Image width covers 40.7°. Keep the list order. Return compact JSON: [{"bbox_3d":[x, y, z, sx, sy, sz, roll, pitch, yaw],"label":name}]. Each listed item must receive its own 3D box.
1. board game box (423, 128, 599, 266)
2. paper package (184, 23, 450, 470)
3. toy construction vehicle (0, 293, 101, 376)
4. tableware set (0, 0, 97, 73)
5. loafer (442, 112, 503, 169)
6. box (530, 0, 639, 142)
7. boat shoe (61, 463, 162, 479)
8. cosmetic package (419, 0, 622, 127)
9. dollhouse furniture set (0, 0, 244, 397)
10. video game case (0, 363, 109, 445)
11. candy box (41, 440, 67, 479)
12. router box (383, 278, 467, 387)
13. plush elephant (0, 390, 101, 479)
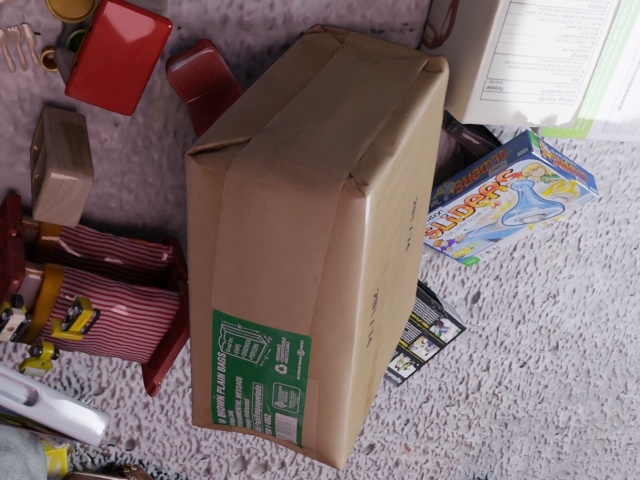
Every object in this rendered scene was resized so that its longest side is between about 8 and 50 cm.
[{"bbox_3d":[0.212,-0.045,1.046,0.136,0.035,0.201,25,137,-35],"label":"board game box"},{"bbox_3d":[0.000,0.000,0.860,0.168,0.309,0.325,15,126,14],"label":"paper package"},{"bbox_3d":[-0.265,0.082,0.795,0.086,0.035,0.098,16,124,-43],"label":"toy construction vehicle"},{"bbox_3d":[-0.257,-0.224,0.786,0.104,0.024,0.154,-16,128,-12],"label":"tableware set"},{"bbox_3d":[0.200,-0.096,1.044,0.170,0.062,0.061,30,113,-34],"label":"loafer"},{"bbox_3d":[0.418,-0.230,1.041,0.322,0.058,0.232,0,123,-24],"label":"box"},{"bbox_3d":[-0.258,0.338,1.162,0.073,0.073,0.207,-14,145,37],"label":"boat shoe"},{"bbox_3d":[0.217,-0.276,0.877,0.153,0.129,0.296,0,123,-24],"label":"cosmetic package"},{"bbox_3d":[-0.188,-0.038,0.845,0.201,0.152,0.374,15,122,-30],"label":"dollhouse furniture set"},{"bbox_3d":[-0.404,0.108,0.809,0.300,0.329,0.036,38,61,-38],"label":"video game case"},{"bbox_3d":[-0.385,0.345,1.138,0.105,0.027,0.206,-8,126,-22],"label":"candy box"},{"bbox_3d":[0.094,0.108,1.153,0.133,0.046,0.179,-42,128,11],"label":"router box"},{"bbox_3d":[-0.380,0.338,0.950,0.330,0.255,0.272,-29,124,10],"label":"plush elephant"}]
